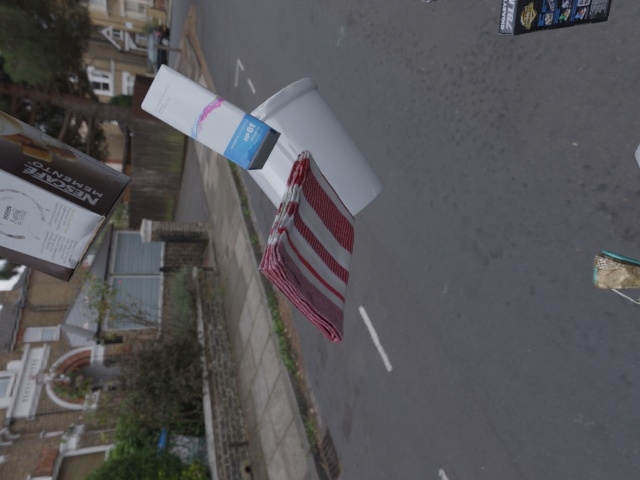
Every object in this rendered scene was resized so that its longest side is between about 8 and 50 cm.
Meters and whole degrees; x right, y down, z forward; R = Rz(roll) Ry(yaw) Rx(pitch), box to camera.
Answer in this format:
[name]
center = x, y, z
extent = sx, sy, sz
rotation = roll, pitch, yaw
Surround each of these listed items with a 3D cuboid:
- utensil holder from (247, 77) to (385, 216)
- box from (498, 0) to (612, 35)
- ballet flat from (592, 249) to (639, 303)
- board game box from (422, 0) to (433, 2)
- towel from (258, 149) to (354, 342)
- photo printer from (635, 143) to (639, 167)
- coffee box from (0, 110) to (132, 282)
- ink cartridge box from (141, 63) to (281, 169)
[utensil holder]
center = -0.040, -0.227, 1.246
extent = 0.385, 0.328, 0.328
rotation = 53, 157, -8
[box]
center = 0.607, -0.693, 1.029
extent = 0.073, 0.294, 0.295
rotation = -117, 17, -59
[ballet flat]
center = 0.522, 0.070, 0.638
extent = 0.073, 0.207, 0.067
rotation = -63, -13, -75
[board game box]
center = 0.198, -0.522, 0.645
extent = 0.141, 0.232, 0.290
rotation = 74, 174, -48
[towel]
center = 0.000, 0.000, 0.804
extent = 0.037, 0.237, 0.328
rotation = -17, 40, 27
[photo printer]
center = 0.451, -0.163, 0.373
extent = 0.107, 0.256, 0.307
rotation = 30, 128, 13
[coffee box]
center = -0.358, -0.072, 0.445
extent = 0.098, 0.247, 0.141
rotation = -54, 24, 16
[ink cartridge box]
center = -0.112, -0.128, 0.442
extent = 0.052, 0.123, 0.088
rotation = -60, 4, 10
